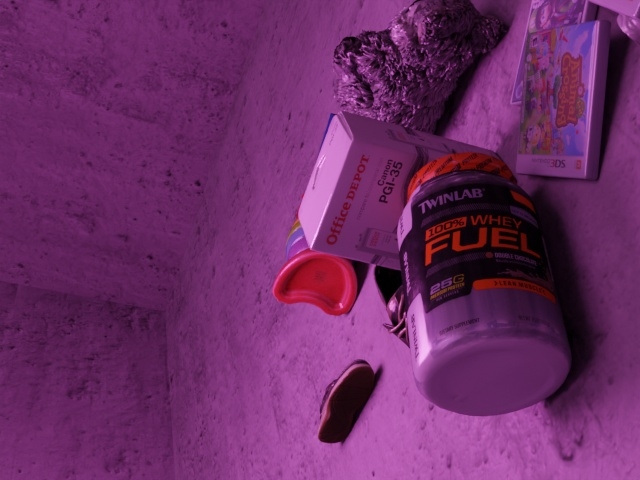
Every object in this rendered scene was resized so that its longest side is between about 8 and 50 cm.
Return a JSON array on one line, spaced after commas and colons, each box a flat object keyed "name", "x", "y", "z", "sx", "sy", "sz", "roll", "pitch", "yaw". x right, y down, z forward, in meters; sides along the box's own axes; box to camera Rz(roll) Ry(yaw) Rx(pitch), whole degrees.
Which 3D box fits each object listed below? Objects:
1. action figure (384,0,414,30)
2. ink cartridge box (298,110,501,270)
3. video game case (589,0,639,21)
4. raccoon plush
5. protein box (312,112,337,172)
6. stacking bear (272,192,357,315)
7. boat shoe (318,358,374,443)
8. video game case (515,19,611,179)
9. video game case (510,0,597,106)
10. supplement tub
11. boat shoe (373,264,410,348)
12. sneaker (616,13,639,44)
[{"name": "action figure", "x": 0.201, "y": -0.459, "z": 1.939, "sx": 0.285, "sy": 0.099, "sz": 0.185, "roll": -49, "pitch": 24, "yaw": 49}, {"name": "ink cartridge box", "x": 0.132, "y": -0.064, "z": 1.569, "sx": 0.117, "sy": 0.283, "sz": 0.207, "roll": -109, "pitch": 36, "yaw": -59}, {"name": "video game case", "x": 0.386, "y": -0.456, "z": 1.205, "sx": 0.300, "sy": 0.036, "sz": 0.329, "roll": -120, "pitch": 45, "yaw": -62}, {"name": "raccoon plush", "x": 0.203, "y": -0.236, "z": 1.772, "sx": 0.299, "sy": 0.216, "sz": 0.446, "roll": 4, "pitch": 111, "yaw": 58}, {"name": "protein box", "x": 0.077, "y": -0.134, "z": 2.026, "sx": 0.200, "sy": 0.136, "sz": 0.201, "roll": -129, "pitch": 54, "yaw": -67}, {"name": "stacking bear", "x": 0.000, "y": 0.000, "z": 2.158, "sx": 0.289, "sy": 0.175, "sz": 0.164, "roll": -89, "pitch": 18, "yaw": -53}, {"name": "boat shoe", "x": 0.041, "y": 0.306, "z": 1.933, "sx": 0.073, "sy": 0.080, "sz": 0.223, "roll": -107, "pitch": 29, "yaw": -48}, {"name": "video game case", "x": 0.339, "y": -0.195, "z": 1.393, "sx": 0.193, "sy": 0.023, "sz": 0.212, "roll": -162, "pitch": 75, "yaw": -71}, {"name": "video game case", "x": 0.354, "y": -0.302, "z": 1.483, "sx": 0.173, "sy": 0.022, "sz": 0.190, "roll": -172, "pitch": 94, "yaw": -72}, {"name": "supplement tub", "x": 0.216, "y": 0.052, "z": 1.363, "sx": 0.207, "sy": 0.207, "sz": 0.338, "roll": 121, "pitch": 154, "yaw": -45}, {"name": "boat shoe", "x": 0.163, "y": 0.132, "z": 1.591, "sx": 0.355, "sy": 0.130, "sz": 0.132, "roll": -116, "pitch": 42, "yaw": -63}, {"name": "sneaker", "x": 0.412, "y": -0.319, "z": 1.287, "sx": 0.061, "sy": 0.054, "sz": 0.152, "roll": -46, "pitch": 36, "yaw": 32}]
